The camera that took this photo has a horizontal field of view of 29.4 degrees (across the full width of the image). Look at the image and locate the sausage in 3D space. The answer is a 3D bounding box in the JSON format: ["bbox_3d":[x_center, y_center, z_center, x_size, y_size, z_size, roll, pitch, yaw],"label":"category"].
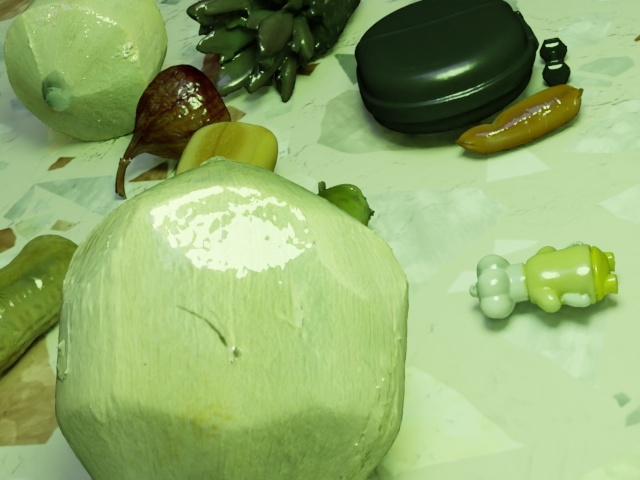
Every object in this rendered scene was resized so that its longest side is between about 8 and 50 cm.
[{"bbox_3d":[0.266,-0.155,1.598,0.183,0.054,0.062,-26,7,-5],"label":"sausage"}]

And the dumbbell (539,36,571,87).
[{"bbox_3d":[0.327,-0.249,1.703,0.036,0.040,0.083,-36,28,30],"label":"dumbbell"}]

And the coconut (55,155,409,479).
[{"bbox_3d":[-0.083,0.089,1.209,0.346,0.346,0.360,-2,75,21],"label":"coconut"}]

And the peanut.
[{"bbox_3d":[-0.387,0.073,1.542,0.120,0.110,0.236,-5,36,39],"label":"peanut"}]

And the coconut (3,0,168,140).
[{"bbox_3d":[-0.361,-0.280,1.869,0.239,0.239,0.244,-7,38,15],"label":"coconut"}]

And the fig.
[{"bbox_3d":[-0.233,-0.158,1.758,0.201,0.133,0.146,-34,28,-5],"label":"fig"}]

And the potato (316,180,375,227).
[{"bbox_3d":[0.000,0.000,1.487,0.117,0.090,0.225,-5,32,27],"label":"potato"}]

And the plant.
[{"bbox_3d":[-0.064,-0.347,1.888,0.182,0.194,0.320,0,35,42],"label":"plant"}]

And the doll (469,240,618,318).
[{"bbox_3d":[0.245,0.044,1.353,0.163,0.062,0.106,-7,35,14],"label":"doll"}]

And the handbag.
[{"bbox_3d":[0.172,-0.256,1.702,0.254,0.093,0.308,-19,30,6],"label":"handbag"}]

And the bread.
[{"bbox_3d":[-0.129,-0.081,1.643,0.134,0.085,0.173,1,42,20],"label":"bread"}]
